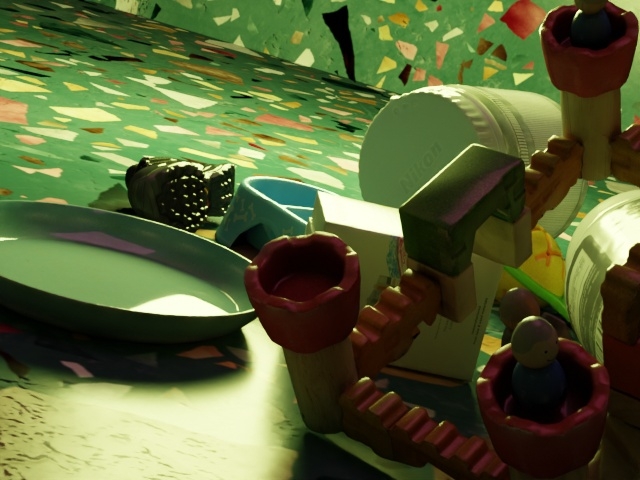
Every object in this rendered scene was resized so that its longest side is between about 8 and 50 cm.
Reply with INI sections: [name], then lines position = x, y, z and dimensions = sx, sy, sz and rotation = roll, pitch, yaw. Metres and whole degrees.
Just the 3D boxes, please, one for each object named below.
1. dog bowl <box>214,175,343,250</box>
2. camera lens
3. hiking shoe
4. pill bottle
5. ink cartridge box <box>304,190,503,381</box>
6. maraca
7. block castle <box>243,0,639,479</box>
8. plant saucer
[dog bowl]
position = 0.000, 0.000, 1.546
dimensions = 0.166, 0.074, 0.297
rotation = 6, 16, -33
[camera lens]
position = 0.209, -0.093, 1.829
dimensions = 0.219, 0.219, 0.274
rotation = 24, 16, 36
[hiking shoe]
position = -0.184, -0.054, 1.603
dimensions = 0.114, 0.086, 0.227
rotation = 4, 4, 18
[pill bottle]
position = 0.353, 0.066, 1.354
dimensions = 0.204, 0.204, 0.361
rotation = 14, 14, -2
[ink cartridge box]
position = 0.068, 0.041, 1.323
dimensions = 0.176, 0.127, 0.128
rotation = 13, 14, -6
[maraca]
position = 0.243, 0.037, 1.613
dimensions = 0.185, 0.099, 0.127
rotation = 41, 17, 0
[block castle]
position = 0.195, -0.008, 1.056
dimensions = 0.303, 0.213, 0.453
rotation = 25, 52, 36
[plant saucer]
position = -0.199, 0.030, 1.281
dimensions = 0.317, 0.044, 0.317
rotation = 13, 13, -3
